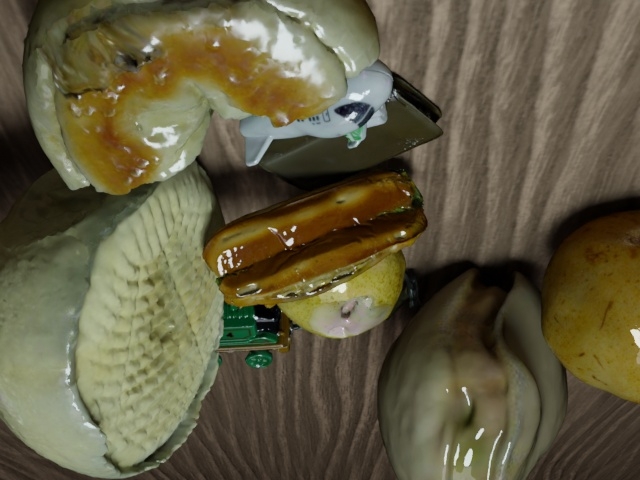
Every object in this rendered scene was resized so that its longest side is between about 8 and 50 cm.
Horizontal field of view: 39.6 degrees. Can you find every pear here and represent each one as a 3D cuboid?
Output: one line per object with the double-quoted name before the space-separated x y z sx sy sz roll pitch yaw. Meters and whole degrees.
"pear" 0.018 0.041 1.132 0.178 0.178 0.178 -2 153 -1

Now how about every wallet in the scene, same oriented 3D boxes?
"wallet" 0.029 -0.113 0.986 0.198 0.031 0.110 -22 147 34

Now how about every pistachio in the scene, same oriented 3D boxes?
"pistachio" 0.227 0.221 1.306 0.281 0.366 0.445 9 -168 10

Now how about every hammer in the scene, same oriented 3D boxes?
"hammer" 0.121 0.092 1.376 0.017 0.062 0.182 -3 163 -11

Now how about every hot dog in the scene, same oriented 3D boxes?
"hot dog" 0.000 0.000 1.017 0.268 0.115 0.072 -18 168 -12

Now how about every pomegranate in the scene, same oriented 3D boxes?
"pomegranate" 0.416 0.090 1.161 0.264 0.264 0.264 -2 153 -1

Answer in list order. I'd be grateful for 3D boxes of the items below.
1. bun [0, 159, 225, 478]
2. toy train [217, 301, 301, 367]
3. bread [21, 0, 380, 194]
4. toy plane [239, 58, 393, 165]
"bun" -0.247 0.068 0.981 0.202 0.364 0.364 7 156 19
"toy train" -0.142 0.129 1.379 0.227 0.091 0.136 -4 142 4
"bread" -0.130 -0.166 0.723 0.314 0.171 0.192 -25 136 28
"toy plane" -0.008 -0.130 0.858 0.173 0.080 0.174 -2 161 -1
